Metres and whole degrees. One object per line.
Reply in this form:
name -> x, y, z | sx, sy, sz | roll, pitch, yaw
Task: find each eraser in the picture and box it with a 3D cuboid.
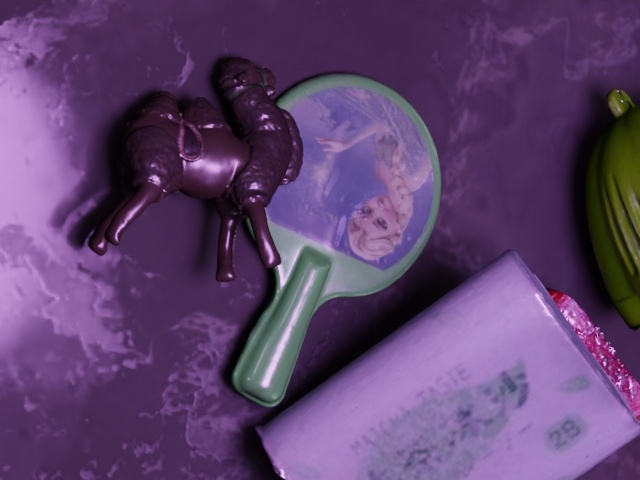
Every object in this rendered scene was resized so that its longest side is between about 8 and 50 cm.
eraser -> 0.094, 0.136, 1.395 | 0.227, 0.081, 0.174 | -36, 110, 8

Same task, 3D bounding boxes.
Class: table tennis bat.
table tennis bat -> 0.000, 0.000, 1.411 | 0.160, 0.039, 0.257 | 28, 78, -23

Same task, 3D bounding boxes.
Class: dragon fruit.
dragon fruit -> 0.180, 0.115, 1.487 | 0.096, 0.102, 0.147 | -45, 104, -27

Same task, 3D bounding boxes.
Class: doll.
doll -> -0.079, -0.056, 1.345 | 0.139, 0.057, 0.165 | 14, 70, -17

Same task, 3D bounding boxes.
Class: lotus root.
lotus root -> 0.273, -0.047, 1.502 | 0.186, 0.186, 0.186 | -3, 95, -29
